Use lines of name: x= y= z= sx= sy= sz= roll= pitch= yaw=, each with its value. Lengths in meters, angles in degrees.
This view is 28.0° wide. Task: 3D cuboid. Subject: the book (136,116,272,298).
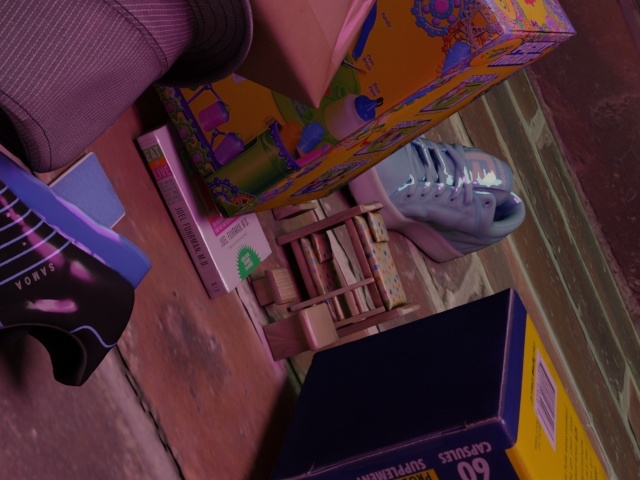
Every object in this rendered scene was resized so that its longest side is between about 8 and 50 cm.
book: x=-0.097 y=-0.034 z=1.072 sx=0.144 sy=0.035 sz=0.096 roll=66 pitch=25 yaw=-12

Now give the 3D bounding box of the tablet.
tablet: x=-0.167 y=-0.027 z=0.919 sx=0.054 sy=0.006 sz=0.083 roll=63 pitch=22 yaw=-15

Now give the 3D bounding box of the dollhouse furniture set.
dollhouse furniture set: x=0.000 y=0.000 z=1.171 sx=0.161 sy=0.101 sz=0.182 roll=-12 pitch=81 yaw=-69

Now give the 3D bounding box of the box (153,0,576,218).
box: x=-0.002 y=-0.215 z=1.041 sx=0.177 sy=0.279 sz=0.290 roll=-15 pitch=76 yaw=-60

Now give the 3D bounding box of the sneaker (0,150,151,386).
sneaker: x=-0.198 y=0.000 z=0.715 sx=0.232 sy=0.081 sz=0.090 roll=35 pitch=68 yaw=-33

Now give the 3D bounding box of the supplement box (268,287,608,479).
supplement box: x=0.138 y=0.255 z=1.066 sx=0.356 sy=0.194 sz=0.195 roll=61 pitch=22 yaw=-20

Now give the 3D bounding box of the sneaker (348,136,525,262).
sneaker: x=0.143 y=-0.080 z=1.534 sx=0.366 sy=0.150 sz=0.135 roll=26 pitch=46 yaw=-61

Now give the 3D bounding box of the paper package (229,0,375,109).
paper package: x=-0.125 y=-0.263 z=0.734 sx=0.168 sy=0.325 sz=0.309 roll=-58 pitch=152 yaw=-14

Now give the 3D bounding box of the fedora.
fedora: x=-0.174 y=-0.120 z=0.706 sx=0.244 sy=0.275 sz=0.124 roll=35 pitch=77 yaw=-28
